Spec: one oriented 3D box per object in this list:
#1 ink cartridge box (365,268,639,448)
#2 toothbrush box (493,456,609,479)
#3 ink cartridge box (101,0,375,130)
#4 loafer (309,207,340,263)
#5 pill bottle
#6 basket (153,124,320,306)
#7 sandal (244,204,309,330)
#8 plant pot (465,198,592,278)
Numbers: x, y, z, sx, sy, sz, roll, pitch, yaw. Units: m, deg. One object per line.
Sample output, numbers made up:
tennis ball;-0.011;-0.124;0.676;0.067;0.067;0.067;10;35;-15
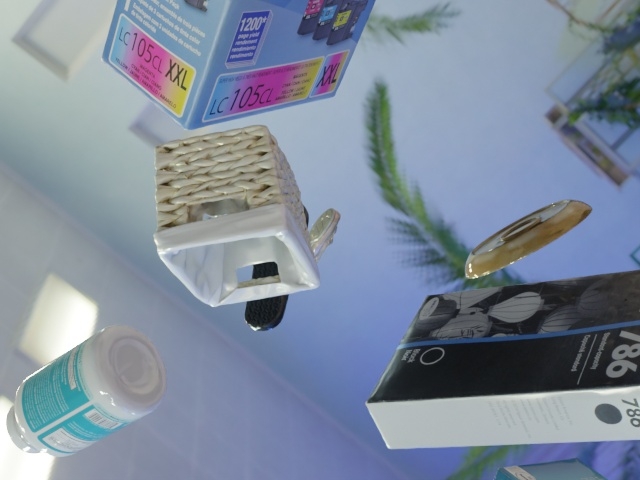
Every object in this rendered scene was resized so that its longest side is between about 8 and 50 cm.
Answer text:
ink cartridge box;0.214;0.098;0.928;0.165;0.333;0.065;-54;-54;-47
toothbrush box;0.418;0.464;1.648;0.216;0.126;0.295;4;-161;-44
ink cartridge box;-0.038;-0.330;1.100;0.151;0.395;0.270;36;-147;23
loafer;0.000;0.000;1.730;0.039;0.125;0.045;24;-147;-24
pill bottle;-0.372;0.244;1.685;0.146;0.264;0.146;36;-142;-35
basket;-0.072;-0.019;0.949;0.167;0.113;0.103;63;-162;-69
sandal;-0.053;0.035;1.350;0.040;0.067;0.179;49;-134;-51
plant pot;0.337;-0.009;1.805;0.032;0.236;0.236;60;-165;-4
